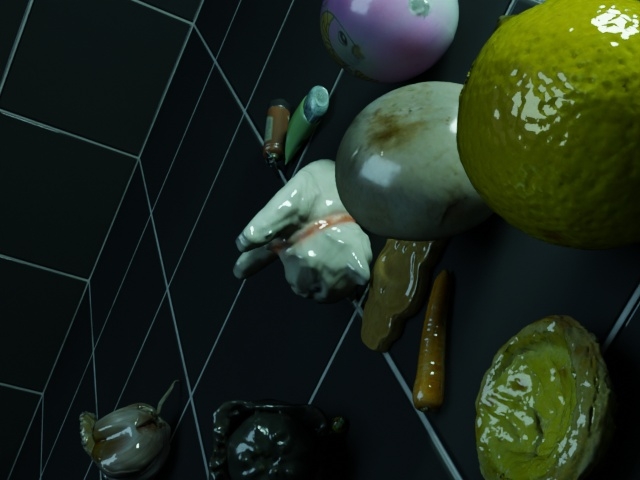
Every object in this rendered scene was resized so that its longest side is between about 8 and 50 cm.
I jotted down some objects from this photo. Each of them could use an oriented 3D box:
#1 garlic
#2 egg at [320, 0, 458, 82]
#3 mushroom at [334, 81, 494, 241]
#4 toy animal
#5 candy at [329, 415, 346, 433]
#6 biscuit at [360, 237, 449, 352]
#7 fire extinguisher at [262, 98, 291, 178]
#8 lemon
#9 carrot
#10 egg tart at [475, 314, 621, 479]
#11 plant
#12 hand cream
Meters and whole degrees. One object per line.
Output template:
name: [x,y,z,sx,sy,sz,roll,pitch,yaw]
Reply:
garlic: [-0.409,0.388,2.035,0.207,0.207,0.256,-35,35,56]
egg: [0.098,-0.327,1.425,0.271,0.196,0.196,-174,103,-87]
mushroom: [0.130,-0.088,1.169,0.226,0.226,0.178,-98,-4,-49]
toy animal: [0.000,0.000,1.480,0.266,0.188,0.308,-61,-4,-26]
candy: [0.015,0.271,1.365,0.083,0.023,0.025,124,147,-56]
biscuit: [0.111,0.038,1.307,0.236,0.040,0.144,-66,17,8]
fire extinguisher: [-0.088,-0.206,1.936,0.050,0.062,0.177,-14,49,22]
lemon: [0.240,-0.103,0.863,0.228,0.228,0.253,-63,25,19]
carrot: [0.138,0.118,1.172,0.037,0.037,0.190,-36,39,55]
egg tart: [0.217,0.160,0.901,0.191,0.074,0.191,-51,29,42]
plant: [-0.073,0.295,1.350,0.256,0.164,0.141,131,145,-85]
hand cream: [-0.031,-0.226,1.832,0.175,0.046,0.095,128,150,-55]
